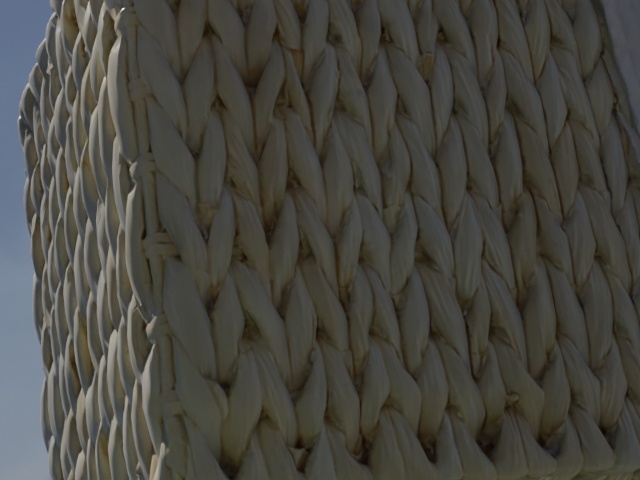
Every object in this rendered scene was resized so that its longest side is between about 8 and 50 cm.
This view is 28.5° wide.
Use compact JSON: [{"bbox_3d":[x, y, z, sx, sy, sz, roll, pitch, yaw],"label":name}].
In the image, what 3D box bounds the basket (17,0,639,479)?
[{"bbox_3d":[0.000,0.000,0.659,0.267,0.331,0.328,-1,-20,-20],"label":"basket"}]
